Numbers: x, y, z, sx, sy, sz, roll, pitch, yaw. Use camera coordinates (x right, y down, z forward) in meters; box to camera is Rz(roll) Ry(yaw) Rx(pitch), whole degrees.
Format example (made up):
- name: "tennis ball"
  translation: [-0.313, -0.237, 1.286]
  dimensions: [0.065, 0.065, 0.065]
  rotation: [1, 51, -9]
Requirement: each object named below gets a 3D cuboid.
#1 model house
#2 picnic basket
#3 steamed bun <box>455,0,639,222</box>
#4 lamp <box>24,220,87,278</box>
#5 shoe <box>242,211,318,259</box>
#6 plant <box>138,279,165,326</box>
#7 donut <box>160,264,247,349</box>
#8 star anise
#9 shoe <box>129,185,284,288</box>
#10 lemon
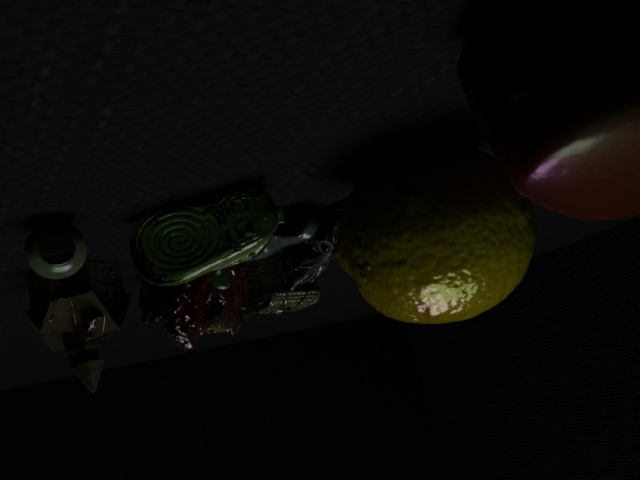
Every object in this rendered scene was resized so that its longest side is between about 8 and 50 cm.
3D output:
- name: "model house"
  translation: [-0.485, 0.182, 1.305]
  dimensions: [0.181, 0.247, 0.176]
  rotation: [-21, 166, 20]
- name: "picnic basket"
  translation: [-0.115, 0.109, 1.640]
  dimensions: [0.134, 0.154, 0.196]
  rotation: [-23, 166, 33]
- name: "steamed bun"
  translation: [0.350, -0.165, 0.768]
  dimensions: [0.248, 0.234, 0.379]
  rotation: [-33, 153, 31]
- name: "lamp"
  translation: [-0.427, 0.018, 1.058]
  dimensions: [0.091, 0.090, 0.163]
  rotation: [-9, 180, -25]
- name: "shoe"
  translation: [-0.097, -0.022, 1.320]
  dimensions: [0.195, 0.079, 0.078]
  rotation: [-15, 135, 35]
- name: "plant"
  translation: [-0.336, 0.145, 1.568]
  dimensions: [0.143, 0.131, 0.203]
  rotation: [-7, 172, 29]
- name: "donut"
  translation: [-0.262, 0.127, 1.460]
  dimensions: [0.096, 0.216, 0.230]
  rotation: [12, -157, 34]
- name: "star anise"
  translation: [0.000, 0.001, 1.413]
  dimensions: [0.223, 0.109, 0.236]
  rotation: [-35, 164, -25]
- name: "shoe"
  translation: [-0.185, 0.003, 1.112]
  dimensions: [0.262, 0.140, 0.128]
  rotation: [-23, 157, 7]
- name: "lemon"
  translation: [0.199, -0.009, 1.134]
  dimensions: [0.336, 0.335, 0.336]
  rotation: [-14, 168, -3]
